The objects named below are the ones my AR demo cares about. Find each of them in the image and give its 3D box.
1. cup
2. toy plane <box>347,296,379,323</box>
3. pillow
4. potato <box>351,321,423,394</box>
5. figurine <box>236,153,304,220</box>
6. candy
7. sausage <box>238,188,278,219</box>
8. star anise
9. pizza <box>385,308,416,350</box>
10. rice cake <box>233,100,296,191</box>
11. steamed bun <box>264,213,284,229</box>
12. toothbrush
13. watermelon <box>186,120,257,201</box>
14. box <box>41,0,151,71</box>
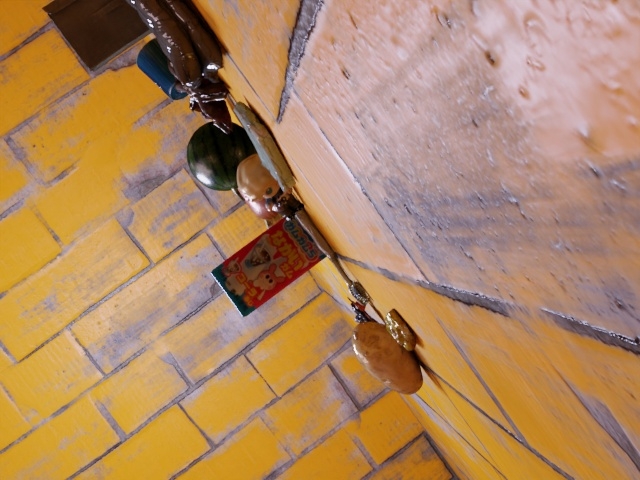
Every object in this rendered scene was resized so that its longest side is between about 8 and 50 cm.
[{"bbox_3d":[-0.447,-0.516,2.016,0.155,0.131,0.176,49,-156,14],"label":"cup"},{"bbox_3d":[0.141,0.231,1.823,0.189,0.061,0.130,55,174,-11],"label":"toy plane"},{"bbox_3d":[-0.303,-0.436,1.250,0.326,0.101,0.228,57,176,-12],"label":"pillow"},{"bbox_3d":[0.174,0.291,1.652,0.235,0.128,0.161,50,-169,-1],"label":"potato"},{"bbox_3d":[-0.123,-0.126,1.638,0.196,0.114,0.108,48,178,-28],"label":"figurine"},{"bbox_3d":[-0.132,0.059,1.811,0.157,0.305,0.100,54,173,1],"label":"candy"},{"bbox_3d":[-0.214,-0.181,2.070,0.259,0.113,0.113,56,175,-8],"label":"sausage"},{"bbox_3d":[-0.290,-0.372,1.596,0.288,0.088,0.288,49,162,21],"label":"star anise"},{"bbox_3d":[0.173,0.200,1.460,0.099,0.035,0.160,54,175,7],"label":"pizza"},{"bbox_3d":[-0.122,-0.205,1.450,0.124,0.038,0.211,51,174,27],"label":"rice cake"},{"bbox_3d":[-0.132,-0.057,2.211,0.192,0.106,0.178,-113,7,-48],"label":"steamed bun"},{"bbox_3d":[0.000,0.000,1.747,0.413,0.035,0.042,53,155,5],"label":"toothbrush"},{"bbox_3d":[-0.255,-0.212,1.755,0.188,0.187,0.215,84,170,-80],"label":"watermelon"},{"bbox_3d":[-0.443,-0.488,1.420,0.149,0.231,0.155,56,174,-19],"label":"box"}]
